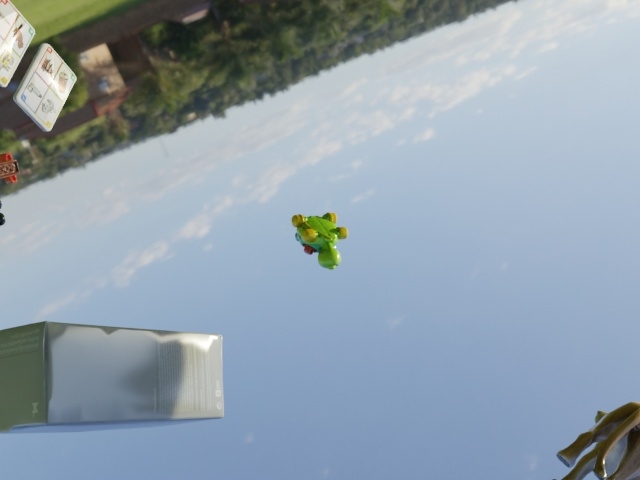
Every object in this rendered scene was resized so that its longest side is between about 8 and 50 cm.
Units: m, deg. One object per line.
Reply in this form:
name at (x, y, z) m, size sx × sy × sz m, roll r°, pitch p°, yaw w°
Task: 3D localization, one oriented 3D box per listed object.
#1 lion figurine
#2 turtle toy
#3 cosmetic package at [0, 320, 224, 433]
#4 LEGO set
lion figurine at (0.512, 0.350, 1.356) m, size 0.240 × 0.142 × 0.392 m, roll -39°, pitch 159°, yaw -8°
turtle toy at (0.000, 0.000, 1.514) m, size 0.095 × 0.066 × 0.130 m, roll -4°, pitch -142°, yaw -27°
cosmetic package at (-0.223, 0.145, 0.833) m, size 0.127 × 0.107 × 0.238 m, roll -13°, pitch 161°, yaw 32°
LEGO set at (-0.325, -0.113, 0.702) m, size 0.060 × 0.182 × 0.244 m, roll -4°, pitch -125°, yaw 25°
